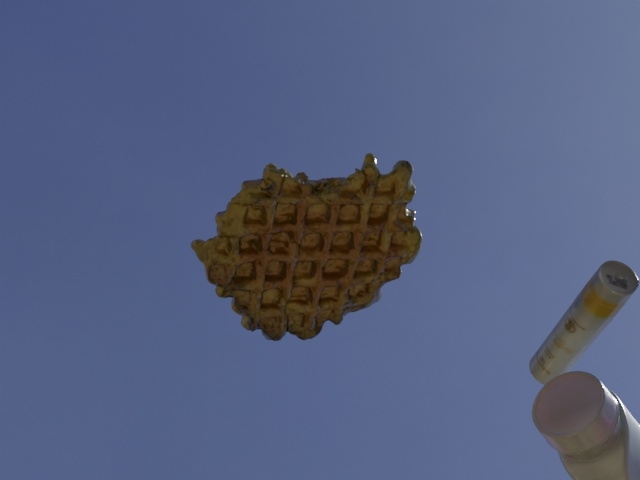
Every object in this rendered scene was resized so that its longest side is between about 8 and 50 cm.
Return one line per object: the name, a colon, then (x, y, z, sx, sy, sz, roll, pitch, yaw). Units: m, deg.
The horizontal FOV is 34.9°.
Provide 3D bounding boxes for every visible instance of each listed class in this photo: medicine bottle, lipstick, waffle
medicine bottle: (0.408, 0.307, 1.414, 0.111, 0.161, 0.296, -26, -53, 23)
lipstick: (0.369, 0.124, 1.452, 0.059, 0.059, 0.264, 31, -37, 9)
waffle: (-0.009, 0.004, 1.337, 0.301, 0.058, 0.281, -22, -51, -8)
